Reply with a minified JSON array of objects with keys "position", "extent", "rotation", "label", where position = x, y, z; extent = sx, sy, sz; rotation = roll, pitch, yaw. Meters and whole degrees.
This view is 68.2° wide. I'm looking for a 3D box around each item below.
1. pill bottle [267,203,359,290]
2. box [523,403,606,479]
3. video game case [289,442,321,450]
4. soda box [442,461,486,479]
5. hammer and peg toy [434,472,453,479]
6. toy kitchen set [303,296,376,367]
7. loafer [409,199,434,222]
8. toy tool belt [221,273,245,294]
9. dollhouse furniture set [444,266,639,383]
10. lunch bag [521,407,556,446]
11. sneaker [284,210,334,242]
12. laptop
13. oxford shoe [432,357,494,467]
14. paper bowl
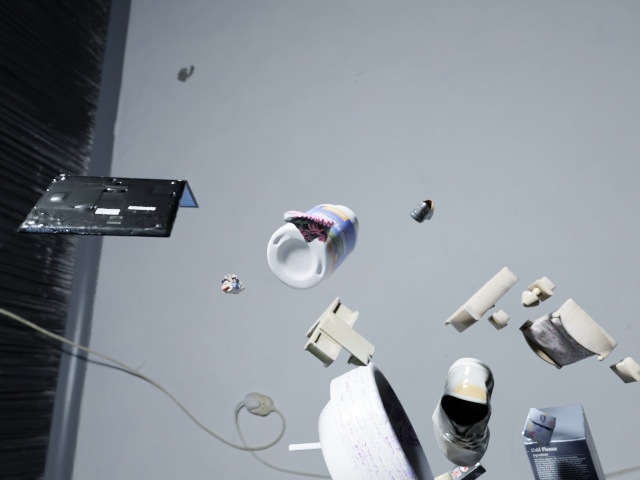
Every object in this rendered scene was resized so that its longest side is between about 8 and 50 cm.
[{"position":[0.000,0.000,1.117],"extent":[0.152,0.272,0.152],"rotation":[8,111,20],"label":"pill bottle"},{"position":[0.798,0.736,1.515],"extent":[0.179,0.343,0.312],"rotation":[-19,81,26],"label":"box"},{"position":[-0.004,0.751,1.729],"extent":[0.190,0.173,0.022],"rotation":[-7,66,7],"label":"video game case"},{"position":[0.500,0.837,1.681],"extent":[0.169,0.060,0.053],"rotation":[-39,28,5],"label":"soda box"},{"position":[0.229,0.815,1.348],"extent":[0.361,0.266,0.127],"rotation":[-16,52,-17],"label":"hammer and peg toy"},{"position":[0.015,0.129,0.551],"extent":[0.068,0.083,0.075],"rotation":[38,128,1],"label":"toy kitchen set"},{"position":[0.339,-0.102,1.508],"extent":[0.062,0.170,0.061],"rotation":[40,116,8],"label":"loafer"},{"position":[-0.242,0.114,1.265],"extent":[0.052,0.083,0.051],"rotation":[-34,67,14],"label":"toy tool belt"},{"position":[0.512,0.267,1.174],"extent":[0.174,0.303,0.355],"rotation":[-37,74,-20],"label":"dollhouse furniture set"},{"position":[0.608,0.517,1.314],"extent":[0.071,0.053,0.083],"rotation":[21,76,22],"label":"lunch bag"},{"position":[-0.024,-0.023,0.916],"extent":[0.047,0.119,0.057],"rotation":[23,97,48],"label":"sneaker"},{"position":[-0.367,-0.045,0.883],"extent":[0.234,0.136,0.264],"rotation":[1,39,-5],"label":"laptop"},{"position":[0.402,0.525,1.347],"extent":[0.169,0.449,0.130],"rotation":[9,38,18],"label":"oxford shoe"},{"position":[0.099,0.394,0.911],"extent":[0.148,0.284,0.284],"rotation":[-29,66,8],"label":"paper bowl"}]
